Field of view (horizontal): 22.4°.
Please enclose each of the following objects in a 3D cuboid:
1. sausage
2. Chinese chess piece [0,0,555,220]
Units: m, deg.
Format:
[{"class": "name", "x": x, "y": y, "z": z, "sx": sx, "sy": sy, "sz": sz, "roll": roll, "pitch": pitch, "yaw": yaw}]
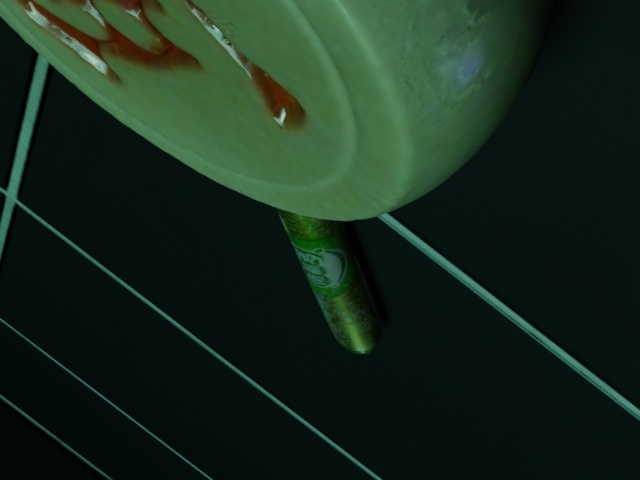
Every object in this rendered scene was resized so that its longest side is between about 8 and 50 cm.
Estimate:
[{"class": "sausage", "x": 0.000, "y": 0.000, "z": 0.923, "sx": 0.033, "sy": 0.033, "sz": 0.269, "roll": 27, "pitch": 159, "yaw": 27}, {"class": "Chinese chess piece", "x": -0.040, "y": -0.121, "z": 0.601, "sx": 0.273, "sy": 0.102, "sz": 0.273, "roll": 32, "pitch": 161, "yaw": 12}]
